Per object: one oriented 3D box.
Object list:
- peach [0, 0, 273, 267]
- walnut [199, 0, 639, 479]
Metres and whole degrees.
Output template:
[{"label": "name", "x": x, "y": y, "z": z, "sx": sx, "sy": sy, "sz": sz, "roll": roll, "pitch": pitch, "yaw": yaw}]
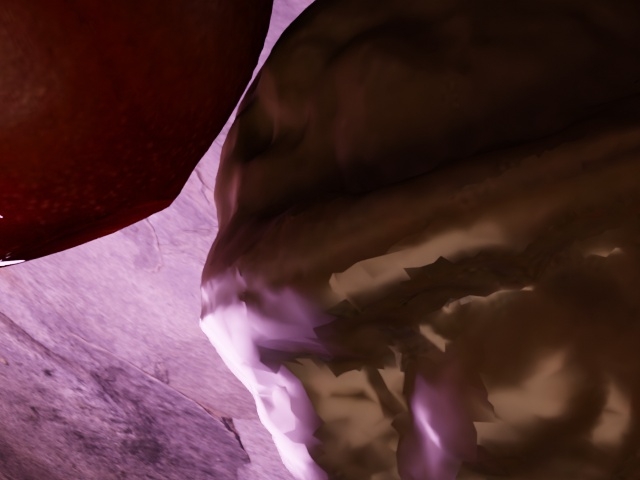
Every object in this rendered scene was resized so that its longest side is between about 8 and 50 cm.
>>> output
[{"label": "peach", "x": -0.206, "y": -0.165, "z": 0.908, "sx": 0.388, "sy": 0.388, "sz": 0.388, "roll": 25, "pitch": 155, "yaw": 13}, {"label": "walnut", "x": 0.112, "y": 0.008, "z": 0.908, "sx": 0.383, "sy": 0.384, "sz": 0.383, "roll": 25, "pitch": 155, "yaw": 13}]
